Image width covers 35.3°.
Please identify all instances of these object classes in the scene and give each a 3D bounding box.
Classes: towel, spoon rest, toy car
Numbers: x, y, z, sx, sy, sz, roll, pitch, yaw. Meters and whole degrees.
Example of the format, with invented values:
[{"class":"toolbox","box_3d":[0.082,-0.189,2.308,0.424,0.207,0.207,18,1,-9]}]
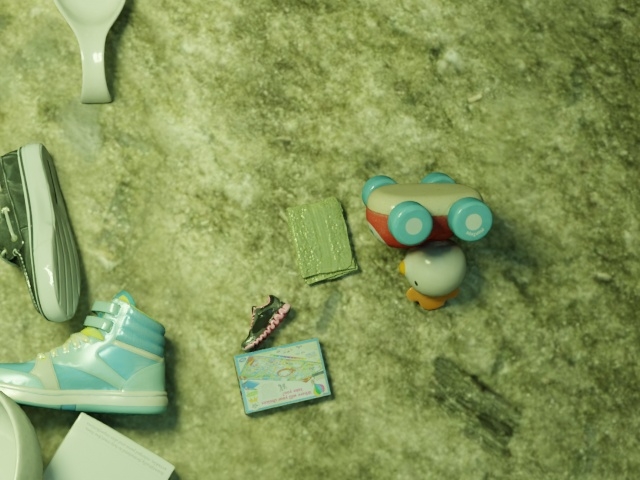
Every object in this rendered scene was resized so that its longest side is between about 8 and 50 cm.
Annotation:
[{"class":"towel","box_3d":[0.000,0.000,1.833,0.110,0.027,0.148,-14,83,-12]},{"class":"spoon rest","box_3d":[-0.409,-0.389,1.803,0.137,0.084,0.276,-4,80,-12]},{"class":"toy car","box_3d":[0.184,0.019,1.805,0.210,0.219,0.238,-4,108,-12]}]

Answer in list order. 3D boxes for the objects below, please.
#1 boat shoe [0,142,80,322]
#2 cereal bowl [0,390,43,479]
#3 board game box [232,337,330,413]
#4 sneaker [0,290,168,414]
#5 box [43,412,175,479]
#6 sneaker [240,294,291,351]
[{"class":"boat shoe","box_3d":[-0.487,-0.004,1.691,0.119,0.121,0.335,-18,62,3]},{"class":"cereal bowl","box_3d":[-0.552,0.380,1.505,0.339,0.141,0.339,-10,61,19]},{"class":"board game box","box_3d":[-0.068,0.238,1.771,0.154,0.026,0.103,-11,81,-13]},{"class":"sneaker","box_3d":[-0.406,0.179,1.670,0.319,0.127,0.208,8,79,-19]},{"class":"box","box_3d":[-0.359,0.401,1.634,0.181,0.119,0.182,32,75,-4]},{"class":"sneaker","box_3d":[-0.107,0.144,1.777,0.057,0.047,0.119,40,67,6]}]
